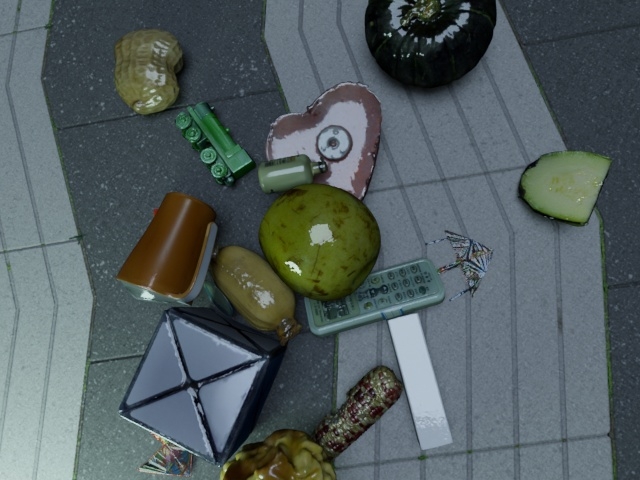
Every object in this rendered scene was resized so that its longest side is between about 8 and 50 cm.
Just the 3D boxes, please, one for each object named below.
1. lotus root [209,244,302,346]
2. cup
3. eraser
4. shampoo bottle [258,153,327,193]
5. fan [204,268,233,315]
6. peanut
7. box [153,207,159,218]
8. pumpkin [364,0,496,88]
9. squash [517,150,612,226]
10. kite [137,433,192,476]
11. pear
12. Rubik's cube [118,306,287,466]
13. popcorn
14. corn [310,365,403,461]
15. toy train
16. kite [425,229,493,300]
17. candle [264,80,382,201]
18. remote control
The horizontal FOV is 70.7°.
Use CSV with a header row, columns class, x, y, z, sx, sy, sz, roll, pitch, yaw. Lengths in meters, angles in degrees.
class,x,y,z,sx,sy,sz,roll,pitch,yaw
lotus root,-0.156,0.119,1.109,0.303,0.146,0.130,44,56,11
cup,-0.339,0.030,1.069,0.226,0.182,0.264,9,73,35
eraser,0.232,0.327,1.074,0.076,0.078,0.299,-14,81,3
shampoo bottle,-0.063,-0.161,1.073,0.161,0.079,0.079,-9,80,7
fan,-0.258,0.124,1.112,0.113,0.176,0.005,31,55,29
peanut,-0.476,-0.467,1.246,0.196,0.110,0.233,0,79,5
box,-0.383,0.003,1.194,0.112,0.048,0.176,0,81,3
pumpkin,0.271,-0.545,1.123,0.322,0.241,0.324,1,96,11
squash,0.598,-0.126,1.124,0.184,0.085,0.192,21,80,37
kite,-0.376,0.528,1.133,0.190,0.010,0.159,-42,78,-4
pear,0.000,0.000,1.041,0.283,0.283,0.284,-1,81,5
Rubik's cube,-0.250,0.310,1.031,0.254,0.260,0.260,22,81,7
popcorn,-0.091,0.561,0.964,0.264,0.225,0.333,-2,124,9
corn,0.074,0.415,1.068,0.290,0.098,0.098,-43,80,1
toy train,-0.286,-0.263,1.215,0.119,0.085,0.251,-35,82,-6
kite,0.363,0.053,1.139,0.160,0.010,0.183,-21,80,2
candle,0.038,-0.226,1.158,0.316,0.131,0.287,-34,86,9
remote control,0.130,0.143,1.111,0.334,0.066,0.128,-16,51,3
